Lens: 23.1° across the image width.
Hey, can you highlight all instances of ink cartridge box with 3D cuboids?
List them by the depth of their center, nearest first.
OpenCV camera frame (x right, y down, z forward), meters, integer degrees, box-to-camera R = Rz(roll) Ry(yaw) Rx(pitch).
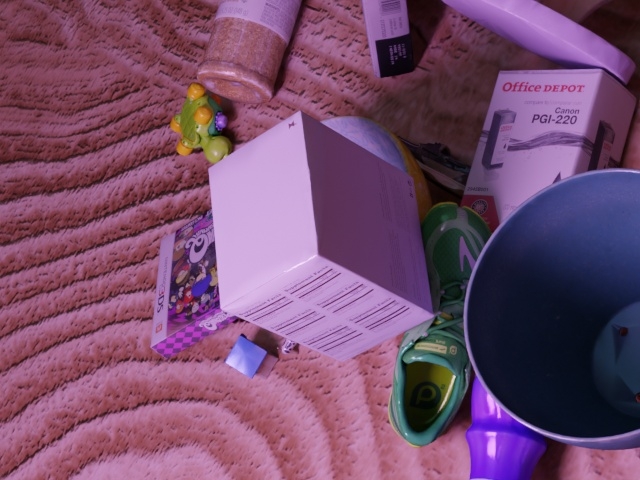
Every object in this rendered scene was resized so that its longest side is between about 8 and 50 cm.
[{"bbox_3d":[0.270,-0.092,1.877,0.158,0.092,0.218,5,70,44],"label":"ink cartridge box"},{"bbox_3d":[0.068,-0.423,2.174,0.069,0.176,0.371,-12,57,1],"label":"ink cartridge box"}]

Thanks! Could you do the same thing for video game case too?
[{"bbox_3d":[-0.139,0.032,2.197,0.232,0.042,0.210,-30,39,28],"label":"video game case"}]

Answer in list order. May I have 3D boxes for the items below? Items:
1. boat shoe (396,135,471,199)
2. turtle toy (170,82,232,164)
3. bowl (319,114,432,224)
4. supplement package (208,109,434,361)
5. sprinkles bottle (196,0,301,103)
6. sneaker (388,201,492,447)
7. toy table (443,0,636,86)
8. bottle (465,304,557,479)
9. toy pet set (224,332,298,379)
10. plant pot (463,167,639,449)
[{"bbox_3d":[0.151,-0.101,2.022,0.152,0.056,0.049,37,90,37],"label":"boat shoe"},{"bbox_3d":[-0.173,-0.168,2.342,0.095,0.066,0.130,-55,41,40],"label":"turtle toy"},{"bbox_3d":[0.043,0.001,1.989,0.289,0.156,0.290,-20,57,35],"label":"bowl"},{"bbox_3d":[0.000,0.000,1.766,0.149,0.203,0.194,-29,51,31],"label":"supplement package"},{"bbox_3d":[-0.079,-0.386,2.331,0.121,0.121,0.356,3,71,44],"label":"sprinkles bottle"},{"bbox_3d":[0.147,0.104,1.818,0.123,0.109,0.296,-89,7,-81],"label":"sneaker"},{"bbox_3d":[0.282,-0.318,1.894,0.274,0.252,0.161,28,90,2],"label":"toy table"},{"bbox_3d":[0.221,0.160,1.768,0.092,0.118,0.283,7,71,15],"label":"bottle"},{"bbox_3d":[-0.084,0.122,2.109,0.122,0.065,0.114,32,91,47],"label":"toy pet set"},{"bbox_3d":[0.320,0.096,1.638,0.290,0.195,0.290,-12,63,24],"label":"plant pot"}]
